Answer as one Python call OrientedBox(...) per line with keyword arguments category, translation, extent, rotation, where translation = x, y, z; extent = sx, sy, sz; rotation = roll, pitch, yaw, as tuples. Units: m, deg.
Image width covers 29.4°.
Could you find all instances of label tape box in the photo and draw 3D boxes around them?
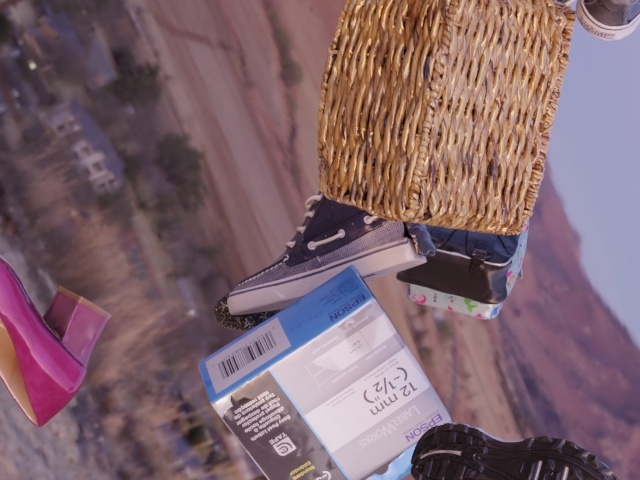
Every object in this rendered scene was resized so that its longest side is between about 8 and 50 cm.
OrientedBox(category="label tape box", translation=(0.034, 0.242, 1.642), extent=(0.348, 0.249, 0.115), rotation=(57, -1, -27))

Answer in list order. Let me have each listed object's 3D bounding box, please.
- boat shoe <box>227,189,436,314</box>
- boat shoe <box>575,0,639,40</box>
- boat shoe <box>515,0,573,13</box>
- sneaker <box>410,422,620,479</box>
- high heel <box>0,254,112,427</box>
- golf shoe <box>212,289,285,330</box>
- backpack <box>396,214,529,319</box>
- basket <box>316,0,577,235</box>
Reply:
OrientedBox(category="boat shoe", translation=(0.000, 0.000, 1.860), extent=(0.127, 0.340, 0.158), rotation=(12, 61, -71))
OrientedBox(category="boat shoe", translation=(0.389, -0.382, 1.450), extent=(0.108, 0.301, 0.102), rotation=(27, -21, 7))
OrientedBox(category="boat shoe", translation=(0.341, -0.422, 2.070), extent=(0.079, 0.233, 0.084), rotation=(37, 43, -66))
OrientedBox(category="sneaker", translation=(0.232, 0.270, 1.345), extent=(0.108, 0.271, 0.100), rotation=(39, 70, -42))
OrientedBox(category="high heel", translation=(-0.438, 0.100, 1.530), extent=(0.377, 0.181, 0.127), rotation=(33, -10, -36))
OrientedBox(category="golf shoe", translation=(-0.084, 0.107, 2.084), extent=(0.094, 0.198, 0.077), rotation=(65, 9, -83))
OrientedBox(category="backpack", translation=(0.274, 0.015, 2.284), extent=(0.253, 0.225, 0.191), rotation=(-60, 158, -49))
OrientedBox(category="basket", translation=(0.142, -0.170, 1.488), extent=(0.223, 0.213, 0.299), rotation=(4, 99, -40))
